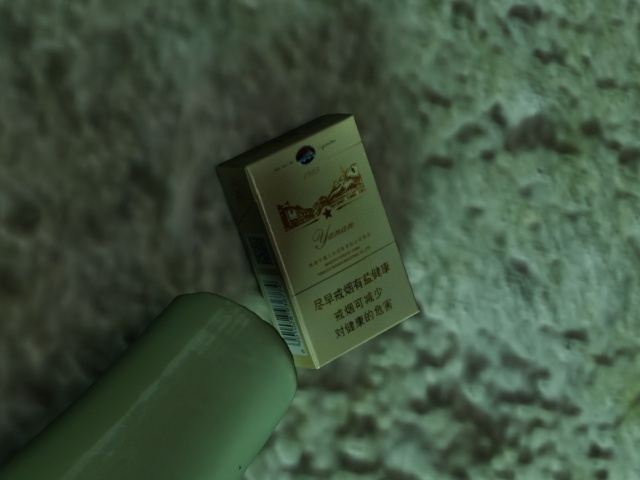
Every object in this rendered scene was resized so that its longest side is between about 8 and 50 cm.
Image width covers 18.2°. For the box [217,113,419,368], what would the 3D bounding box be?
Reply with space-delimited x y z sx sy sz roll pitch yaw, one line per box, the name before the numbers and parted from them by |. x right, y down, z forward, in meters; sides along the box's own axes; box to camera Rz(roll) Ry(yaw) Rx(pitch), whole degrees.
box | 0.000 0.000 0.749 0.053 0.024 0.083 -26 104 -31

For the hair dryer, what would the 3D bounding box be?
hair dryer | -0.072 0.167 0.679 0.298 0.119 0.296 41 65 -44
